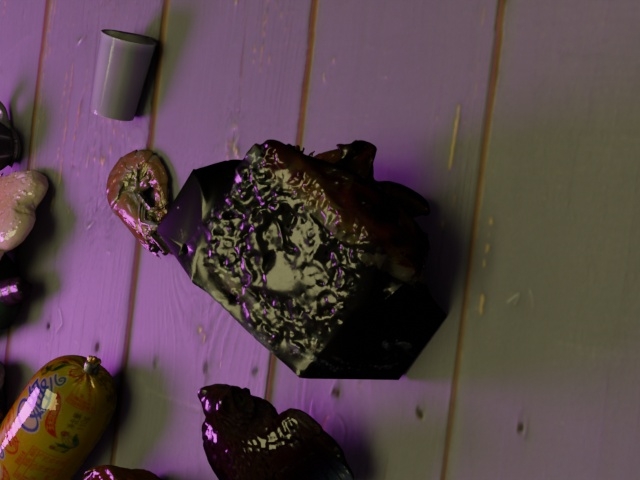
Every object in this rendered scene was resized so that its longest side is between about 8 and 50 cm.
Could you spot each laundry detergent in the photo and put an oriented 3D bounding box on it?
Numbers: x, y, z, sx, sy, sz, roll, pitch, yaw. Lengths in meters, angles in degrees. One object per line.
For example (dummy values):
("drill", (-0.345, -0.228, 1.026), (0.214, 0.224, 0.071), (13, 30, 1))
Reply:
("laundry detergent", (-0.500, 0.075, 1.968), (0.221, 0.078, 0.144), (-20, 65, 42))

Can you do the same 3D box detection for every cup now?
("cup", (-0.271, -0.228, 1.785), (0.104, 0.074, 0.116), (-131, 53, -63))

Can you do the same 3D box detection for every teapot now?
("teapot", (-0.493, -0.156, 1.972), (0.092, 0.090, 0.124), (13, 101, 43))

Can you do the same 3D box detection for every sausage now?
("sausage", (-0.381, 0.280, 1.803), (0.347, 0.123, 0.123), (-54, 53, 27))

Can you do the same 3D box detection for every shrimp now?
("shrimp", (-0.226, -0.047, 1.746), (0.099, 0.041, 0.180), (-43, 56, 16))

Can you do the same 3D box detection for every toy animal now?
("toy animal", (-0.072, 0.238, 1.471), (0.218, 0.179, 0.116), (-2, 59, 45))

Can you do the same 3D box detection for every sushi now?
("sushi", (0.000, 0.001, 1.392), (0.227, 0.215, 0.212), (51, 120, 35))

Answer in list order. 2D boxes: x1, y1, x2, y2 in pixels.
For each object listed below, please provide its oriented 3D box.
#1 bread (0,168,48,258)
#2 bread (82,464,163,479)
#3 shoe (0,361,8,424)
("bread", (-0.503, -0.015, 1.955), (0.250, 0.039, 0.182), (-11, 49, 43))
("bread", (-0.249, 0.396, 1.655), (0.232, 0.135, 0.247), (27, 106, 42))
("shoe", (-0.545, 0.228, 1.985), (0.227, 0.099, 0.112), (2, 118, 43))
